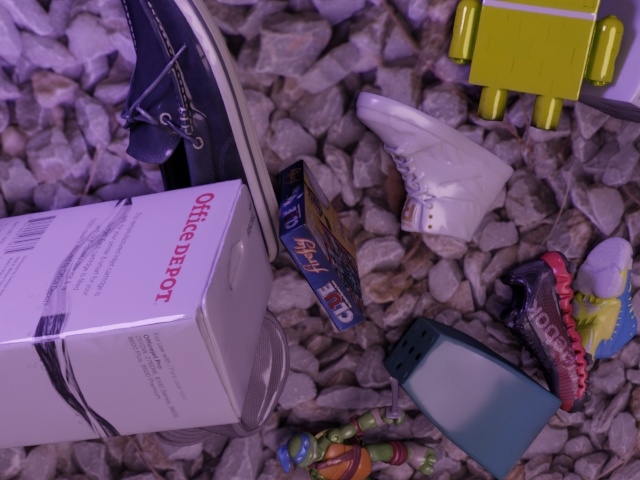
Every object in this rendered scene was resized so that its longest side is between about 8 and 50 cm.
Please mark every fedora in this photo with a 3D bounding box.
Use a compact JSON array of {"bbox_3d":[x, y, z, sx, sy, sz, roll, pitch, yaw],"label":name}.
[{"bbox_3d":[-0.131,0.189,1.210,0.244,0.124,0.275,-5,105,-47],"label":"fedora"}]

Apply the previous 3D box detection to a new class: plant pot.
[{"bbox_3d":[0.233,0.243,1.375,0.234,0.165,0.165,36,92,-17],"label":"plant pot"}]

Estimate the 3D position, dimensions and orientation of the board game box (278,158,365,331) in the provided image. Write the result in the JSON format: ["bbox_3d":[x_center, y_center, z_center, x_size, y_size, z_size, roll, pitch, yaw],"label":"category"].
[{"bbox_3d":[0.000,0.000,1.180,0.042,0.243,0.165,-28,113,11],"label":"board game box"}]

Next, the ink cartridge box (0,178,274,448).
[{"bbox_3d":[-0.277,0.088,1.006,0.395,0.285,0.166,-9,123,12],"label":"ink cartridge box"}]

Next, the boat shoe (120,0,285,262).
[{"bbox_3d":[-0.191,-0.167,1.107,0.156,0.187,0.500,-25,117,-16],"label":"boat shoe"}]

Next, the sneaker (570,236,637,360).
[{"bbox_3d":[0.515,0.109,1.474,0.126,0.091,0.240,7,110,-32],"label":"sneaker"}]

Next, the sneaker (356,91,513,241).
[{"bbox_3d":[0.152,-0.098,1.277,0.293,0.108,0.169,26,92,-24],"label":"sneaker"}]

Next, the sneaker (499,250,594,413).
[{"bbox_3d":[0.377,0.161,1.406,0.135,0.097,0.276,-10,86,-6],"label":"sneaker"}]

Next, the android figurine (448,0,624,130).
[{"bbox_3d":[0.320,-0.308,1.237,0.248,0.056,0.272,11,105,16],"label":"android figurine"}]

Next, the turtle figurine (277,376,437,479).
[{"bbox_3d":[0.094,0.373,1.323,0.275,0.197,0.266,-28,141,35],"label":"turtle figurine"}]

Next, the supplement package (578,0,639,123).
[{"bbox_3d":[0.521,-0.321,1.282,0.145,0.204,0.261,18,99,-21],"label":"supplement package"}]
